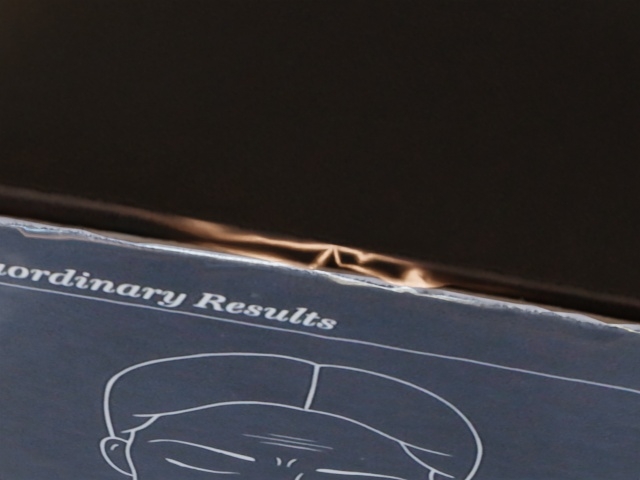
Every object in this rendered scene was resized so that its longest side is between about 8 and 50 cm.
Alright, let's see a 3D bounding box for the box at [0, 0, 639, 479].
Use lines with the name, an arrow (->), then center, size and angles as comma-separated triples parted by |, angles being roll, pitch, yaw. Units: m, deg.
box -> 0.000, 0.000, 0.714 | 0.395, 0.293, 0.212 | 106, 173, -65
